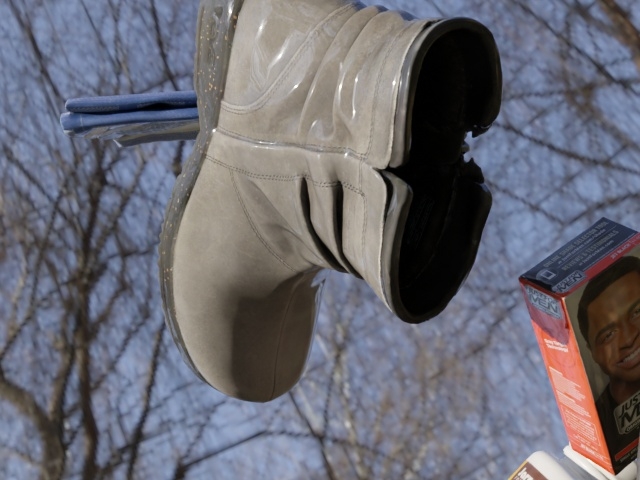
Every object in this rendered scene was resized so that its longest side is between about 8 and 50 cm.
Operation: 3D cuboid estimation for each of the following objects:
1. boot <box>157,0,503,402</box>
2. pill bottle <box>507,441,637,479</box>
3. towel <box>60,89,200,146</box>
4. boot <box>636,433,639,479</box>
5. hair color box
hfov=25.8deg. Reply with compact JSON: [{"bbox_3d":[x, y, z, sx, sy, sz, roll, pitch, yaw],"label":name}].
[{"bbox_3d":[0.000,0.000,0.870,0.118,0.222,0.338,-17,-55,-30],"label":"boot"},{"bbox_3d":[0.178,0.255,1.138,0.215,0.117,0.117,-47,-45,-2],"label":"pill bottle"},{"bbox_3d":[-0.115,-0.113,1.286,0.209,0.285,0.034,-5,-88,1],"label":"towel"},{"bbox_3d":[0.171,-0.035,0.240,0.096,0.280,0.264,20,-97,-20],"label":"boot"},{"bbox_3d":[0.175,0.065,0.845,0.072,0.043,0.141,-34,-58,-18],"label":"hair color box"}]
